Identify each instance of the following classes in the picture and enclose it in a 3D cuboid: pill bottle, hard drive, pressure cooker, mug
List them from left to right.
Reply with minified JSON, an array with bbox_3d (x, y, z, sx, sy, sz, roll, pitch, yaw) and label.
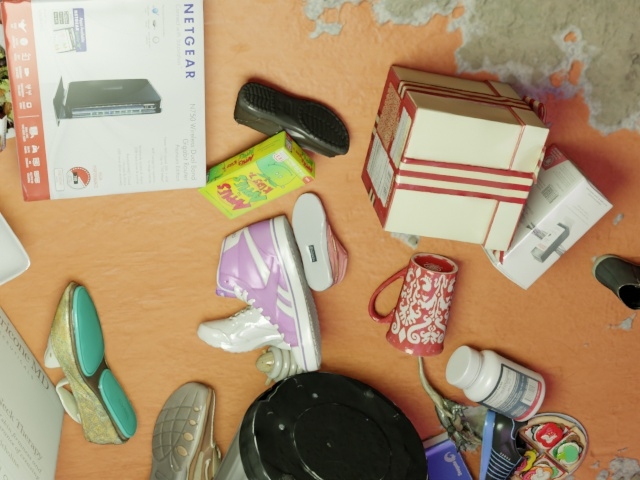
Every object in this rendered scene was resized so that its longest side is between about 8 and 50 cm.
[{"bbox_3d":[-0.024,0.500,1.908,0.370,0.375,0.420,31,129,5],"label":"pressure cooker"},{"bbox_3d":[0.168,0.549,2.158,0.319,0.040,0.210,-25,118,5],"label":"hard drive"},{"bbox_3d":[0.177,0.116,1.899,0.150,0.113,0.169,7,113,-14],"label":"mug"},{"bbox_3d":[0.342,0.278,2.006,0.180,0.108,0.108,26,111,-19],"label":"pill bottle"}]

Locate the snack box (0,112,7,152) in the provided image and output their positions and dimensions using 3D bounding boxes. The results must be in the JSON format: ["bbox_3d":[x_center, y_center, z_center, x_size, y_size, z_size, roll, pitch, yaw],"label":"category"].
[{"bbox_3d":[-0.593,-0.196,1.636,0.178,0.022,0.064,17,124,2],"label":"snack box"}]

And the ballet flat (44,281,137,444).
[{"bbox_3d":[-0.443,0.238,1.871,0.123,0.123,0.348,-15,118,-1],"label":"ballet flat"}]

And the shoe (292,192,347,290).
[{"bbox_3d":[0.000,0.000,1.841,0.063,0.081,0.178,-9,92,25],"label":"shoe"}]

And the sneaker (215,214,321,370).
[{"bbox_3d":[-0.097,0.111,1.814,0.161,0.102,0.282,-18,79,6],"label":"sneaker"}]

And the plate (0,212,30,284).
[{"bbox_3d":[-0.664,-0.008,1.690,0.277,0.045,0.278,-30,94,-2],"label":"plate"}]

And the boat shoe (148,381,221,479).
[{"bbox_3d":[-0.260,0.424,2.002,0.116,0.123,0.324,0,113,-47],"label":"boat shoe"}]

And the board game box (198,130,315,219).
[{"bbox_3d":[-0.109,-0.109,1.733,0.181,0.043,0.092,-24,134,25],"label":"board game box"}]

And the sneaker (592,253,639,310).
[{"bbox_3d":[0.637,0.104,1.954,0.222,0.118,0.083,14,114,-15],"label":"sneaker"}]

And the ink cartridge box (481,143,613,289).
[{"bbox_3d":[0.391,-0.042,1.818,0.092,0.158,0.218,38,107,-24],"label":"ink cartridge box"}]

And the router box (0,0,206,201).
[{"bbox_3d":[-0.339,-0.239,1.623,0.301,0.082,0.335,-6,121,-14],"label":"router box"}]

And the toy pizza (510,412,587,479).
[{"bbox_3d":[0.473,0.453,2.159,0.201,0.032,0.201,-4,117,-7],"label":"toy pizza"}]

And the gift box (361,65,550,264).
[{"bbox_3d":[0.232,-0.122,1.695,0.258,0.276,0.255,7,121,-14],"label":"gift box"}]

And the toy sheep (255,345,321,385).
[{"bbox_3d":[-0.061,0.238,1.941,0.132,0.091,0.091,4,117,-27],"label":"toy sheep"}]

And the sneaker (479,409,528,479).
[{"bbox_3d":[0.379,0.460,2.102,0.090,0.081,0.232,6,112,14],"label":"sneaker"}]

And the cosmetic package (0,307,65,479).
[{"bbox_3d":[-0.668,0.338,1.723,0.327,0.393,0.329,-23,118,4],"label":"cosmetic package"}]

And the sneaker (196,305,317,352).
[{"bbox_3d":[-0.114,0.143,1.891,0.232,0.090,0.115,-2,104,-11],"label":"sneaker"}]

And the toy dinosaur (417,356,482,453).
[{"bbox_3d":[0.258,0.345,2.022,0.064,0.118,0.268,-33,118,-3],"label":"toy dinosaur"}]

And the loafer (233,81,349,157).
[{"bbox_3d":[-0.051,-0.198,1.729,0.220,0.080,0.078,24,144,-20],"label":"loafer"}]

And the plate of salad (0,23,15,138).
[{"bbox_3d":[-0.534,-0.252,1.634,0.200,0.048,0.200,-4,117,-7],"label":"plate of salad"}]
